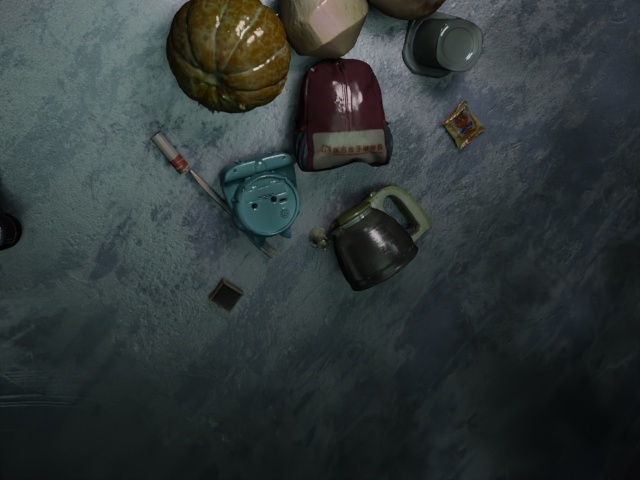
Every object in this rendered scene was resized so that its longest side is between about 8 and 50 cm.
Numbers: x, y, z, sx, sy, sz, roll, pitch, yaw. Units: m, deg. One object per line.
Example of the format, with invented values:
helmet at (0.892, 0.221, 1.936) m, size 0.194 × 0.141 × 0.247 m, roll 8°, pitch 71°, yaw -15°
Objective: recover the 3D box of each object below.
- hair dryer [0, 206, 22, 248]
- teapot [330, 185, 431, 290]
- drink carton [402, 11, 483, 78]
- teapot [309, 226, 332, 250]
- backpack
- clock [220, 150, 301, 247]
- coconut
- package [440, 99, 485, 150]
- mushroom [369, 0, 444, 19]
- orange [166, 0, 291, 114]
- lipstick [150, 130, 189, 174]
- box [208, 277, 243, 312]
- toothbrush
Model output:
hair dryer at (-0.893, -0.142, 1.728) m, size 0.107 × 0.189 × 0.352 m, roll -12°, pitch 96°, yaw -12°
teapot at (0.179, -0.020, 1.995) m, size 0.321 × 0.239 × 0.239 m, roll -32°, pitch 99°, yaw 3°
drink carton at (0.365, -0.560, 1.890) m, size 0.185 × 0.189 × 0.191 m, roll 9°, pitch 106°, yaw -22°
teapot at (0.000, 0.000, 2.032) m, size 0.067 × 0.083 × 0.057 m, roll -29°, pitch 117°, yaw -6°
backpack at (0.055, -0.359, 1.872) m, size 0.283 × 0.197 × 0.317 m, roll -7°, pitch 98°, yaw -12°
clock at (-0.160, -0.116, 1.933) m, size 0.223 × 0.094 × 0.274 m, roll -19°, pitch 108°, yaw -15°
coconut at (0.005, -0.605, 1.750) m, size 0.259 × 0.259 × 0.259 m, roll -4°, pitch 108°, yaw -13°
package at (0.445, -0.361, 2.054) m, size 0.108 × 0.031 × 0.121 m, roll -42°, pitch 113°, yaw 2°
mushroom at (0.259, -0.761, 1.710) m, size 0.362 × 0.294 × 0.362 m, roll -24°, pitch 126°, yaw -39°
orange at (-0.238, -0.481, 1.697) m, size 0.329 × 0.249 × 0.329 m, roll 9°, pitch 143°, yaw 7°
lipstick at (-0.429, -0.250, 1.867) m, size 0.038 × 0.038 × 0.130 m, roll -37°, pitch 112°, yaw 0°
box at (-0.295, 0.172, 2.039) m, size 0.079 × 0.035 × 0.083 m, roll 34°, pitch 96°, yaw -21°
toothbrush at (-0.264, -0.077, 1.970) m, size 0.037 × 0.028 × 0.375 m, roll -45°, pitch 112°, yaw -3°
